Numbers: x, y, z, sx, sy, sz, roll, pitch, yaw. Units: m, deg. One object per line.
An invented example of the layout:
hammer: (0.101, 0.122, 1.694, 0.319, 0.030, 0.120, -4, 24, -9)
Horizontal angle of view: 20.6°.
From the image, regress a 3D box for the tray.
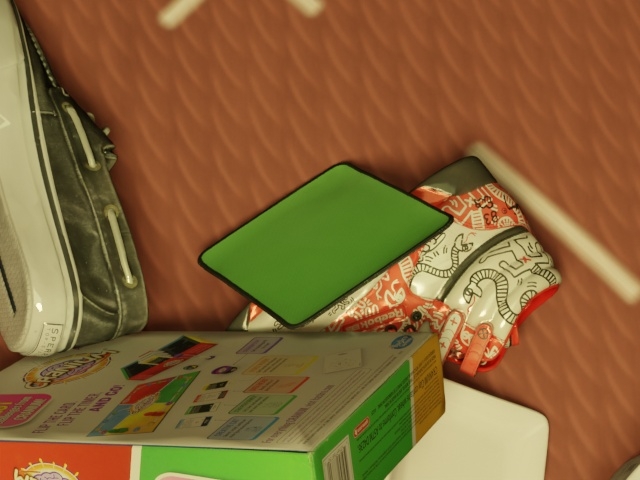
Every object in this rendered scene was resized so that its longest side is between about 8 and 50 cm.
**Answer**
tray: (0.096, 0.241, 1.328, 0.145, 0.030, 0.270, 21, 64, -24)

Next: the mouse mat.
mouse mat: (0.000, 0.000, 1.351, 0.153, 0.190, 0.007, -34, 117, -14)

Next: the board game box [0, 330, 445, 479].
board game box: (-0.100, 0.129, 1.241, 0.317, 0.242, 0.064, -1, 105, 24)

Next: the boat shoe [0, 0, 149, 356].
boat shoe: (-0.221, -0.057, 1.399, 0.119, 0.121, 0.335, 0, 61, -34)

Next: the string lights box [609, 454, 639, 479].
string lights box: (0.312, 0.272, 1.308, 0.260, 0.133, 0.077, 42, 81, 9)

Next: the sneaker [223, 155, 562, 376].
sneaker: (0.058, 0.062, 1.376, 0.270, 0.090, 0.145, -35, 76, -8)
